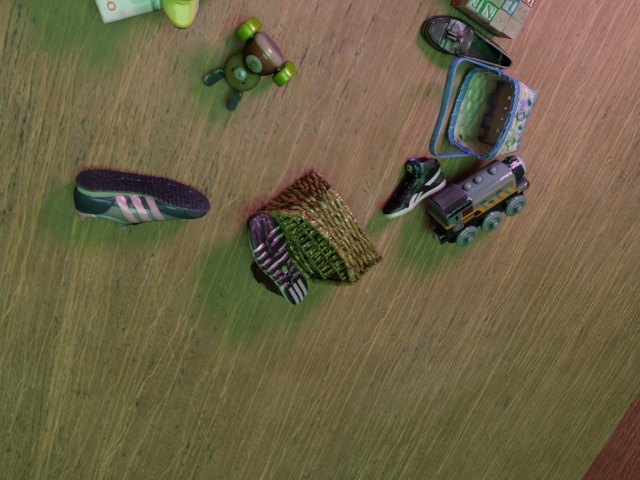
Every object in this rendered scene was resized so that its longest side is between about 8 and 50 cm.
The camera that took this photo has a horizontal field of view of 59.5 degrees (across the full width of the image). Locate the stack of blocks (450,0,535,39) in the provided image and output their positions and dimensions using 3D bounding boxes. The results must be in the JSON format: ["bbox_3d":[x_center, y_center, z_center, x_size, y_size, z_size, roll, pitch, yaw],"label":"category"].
[{"bbox_3d":[0.407,-0.659,1.409,0.297,0.087,0.171,22,106,-27],"label":"stack of blocks"}]

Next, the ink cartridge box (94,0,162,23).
[{"bbox_3d":[-0.351,-0.588,1.155,0.283,0.117,0.207,-21,120,-10],"label":"ink cartridge box"}]

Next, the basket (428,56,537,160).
[{"bbox_3d":[0.427,-0.347,1.502,0.289,0.201,0.254,-3,117,-29],"label":"basket"}]

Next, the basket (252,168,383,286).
[{"bbox_3d":[0.000,0.000,1.512,0.223,0.213,0.299,-37,121,0],"label":"basket"}]

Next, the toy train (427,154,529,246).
[{"bbox_3d":[0.466,-0.117,1.644,0.334,0.142,0.190,-32,140,-3],"label":"toy train"}]

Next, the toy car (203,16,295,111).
[{"bbox_3d":[-0.178,-0.396,1.308,0.188,0.149,0.155,-36,110,14],"label":"toy car"}]

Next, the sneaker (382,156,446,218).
[{"bbox_3d":[0.250,-0.164,1.608,0.217,0.079,0.121,-34,118,-11],"label":"sneaker"}]

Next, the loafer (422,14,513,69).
[{"bbox_3d":[0.396,-0.519,1.475,0.268,0.084,0.096,14,110,-25],"label":"loafer"}]

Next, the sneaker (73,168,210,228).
[{"bbox_3d":[-0.441,-0.085,1.391,0.319,0.112,0.131,11,128,-21],"label":"sneaker"}]

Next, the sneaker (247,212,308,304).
[{"bbox_3d":[-0.156,0.051,1.521,0.106,0.162,0.281,-39,118,-31],"label":"sneaker"}]

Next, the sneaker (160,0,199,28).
[{"bbox_3d":[-0.271,-0.521,1.093,0.081,0.094,0.208,-3,117,-22],"label":"sneaker"}]
